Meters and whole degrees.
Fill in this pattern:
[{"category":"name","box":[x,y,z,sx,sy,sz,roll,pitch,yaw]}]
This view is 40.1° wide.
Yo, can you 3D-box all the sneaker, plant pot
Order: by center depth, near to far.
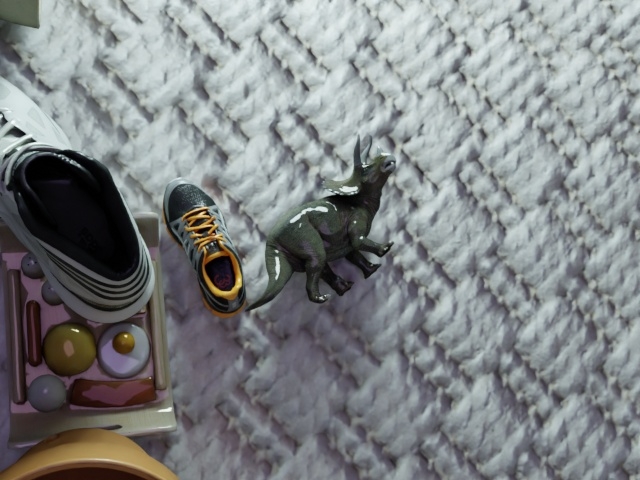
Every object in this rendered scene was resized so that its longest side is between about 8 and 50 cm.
[{"category":"plant pot","box":[-0.289,0.358,1.059,0.291,0.203,0.291,-3,102,-15]},{"category":"sneaker","box":[-0.359,-0.109,1.076,0.447,0.257,0.169,46,67,3]},{"category":"sneaker","box":[-0.160,0.004,1.253,0.084,0.083,0.215,-26,84,-15]}]

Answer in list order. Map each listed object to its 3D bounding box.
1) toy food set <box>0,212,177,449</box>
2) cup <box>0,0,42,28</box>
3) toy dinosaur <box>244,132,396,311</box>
[{"category":"toy food set","box":[-0.317,0.116,1.189,0.220,0.092,0.306,-4,80,-13]},{"category":"cup","box":[-0.479,-0.455,1.133,0.237,0.331,0.331,2,78,-18]},{"category":"toy dinosaur","box":[0.000,0.000,1.290,0.313,0.121,0.160,-37,77,-12]}]
